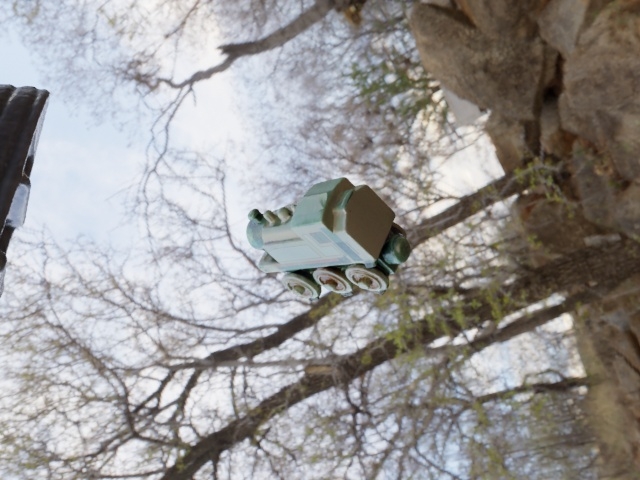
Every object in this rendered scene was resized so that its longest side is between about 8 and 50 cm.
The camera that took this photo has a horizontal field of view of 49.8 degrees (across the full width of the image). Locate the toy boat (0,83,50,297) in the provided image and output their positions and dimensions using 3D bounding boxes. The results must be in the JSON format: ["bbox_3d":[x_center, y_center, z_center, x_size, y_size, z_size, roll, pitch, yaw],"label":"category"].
[{"bbox_3d":[-0.317,-0.035,0.650,0.078,0.127,0.283,13,-118,-18],"label":"toy boat"}]

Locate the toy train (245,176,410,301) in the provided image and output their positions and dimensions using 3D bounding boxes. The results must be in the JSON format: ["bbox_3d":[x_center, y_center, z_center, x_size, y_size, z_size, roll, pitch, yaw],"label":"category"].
[{"bbox_3d":[0.000,0.000,0.718,0.125,0.194,0.081,43,-122,-30],"label":"toy train"}]
